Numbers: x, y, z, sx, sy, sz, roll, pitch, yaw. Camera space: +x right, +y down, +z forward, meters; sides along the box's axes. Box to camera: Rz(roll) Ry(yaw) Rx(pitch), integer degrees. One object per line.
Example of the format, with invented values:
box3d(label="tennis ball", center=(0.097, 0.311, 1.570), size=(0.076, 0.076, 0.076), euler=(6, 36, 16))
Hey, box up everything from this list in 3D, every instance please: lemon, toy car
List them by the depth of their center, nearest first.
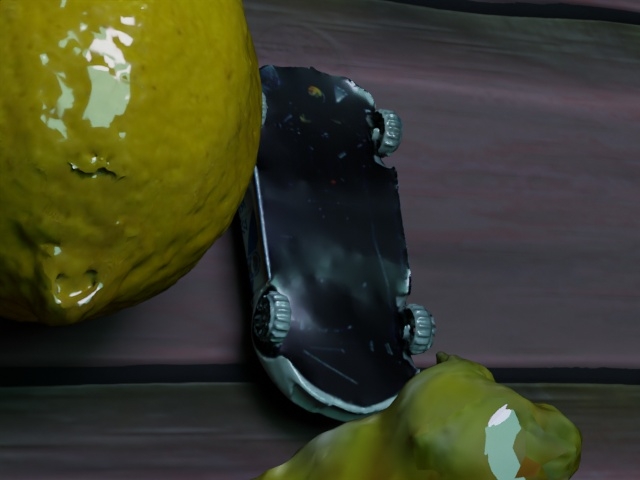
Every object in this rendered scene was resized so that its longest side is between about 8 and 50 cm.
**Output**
box3d(label="lemon", center=(-0.119, -0.069, 0.902), size=(0.188, 0.188, 0.256), euler=(15, 52, -23))
box3d(label="toy car", center=(0.000, 0.000, 1.019), size=(0.095, 0.056, 0.205), euler=(6, 63, -29))

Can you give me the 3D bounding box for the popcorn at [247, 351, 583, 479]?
box3d(label="popcorn", center=(0.044, 0.228, 0.772), size=(0.321, 0.290, 0.325), euler=(43, 78, -8))
